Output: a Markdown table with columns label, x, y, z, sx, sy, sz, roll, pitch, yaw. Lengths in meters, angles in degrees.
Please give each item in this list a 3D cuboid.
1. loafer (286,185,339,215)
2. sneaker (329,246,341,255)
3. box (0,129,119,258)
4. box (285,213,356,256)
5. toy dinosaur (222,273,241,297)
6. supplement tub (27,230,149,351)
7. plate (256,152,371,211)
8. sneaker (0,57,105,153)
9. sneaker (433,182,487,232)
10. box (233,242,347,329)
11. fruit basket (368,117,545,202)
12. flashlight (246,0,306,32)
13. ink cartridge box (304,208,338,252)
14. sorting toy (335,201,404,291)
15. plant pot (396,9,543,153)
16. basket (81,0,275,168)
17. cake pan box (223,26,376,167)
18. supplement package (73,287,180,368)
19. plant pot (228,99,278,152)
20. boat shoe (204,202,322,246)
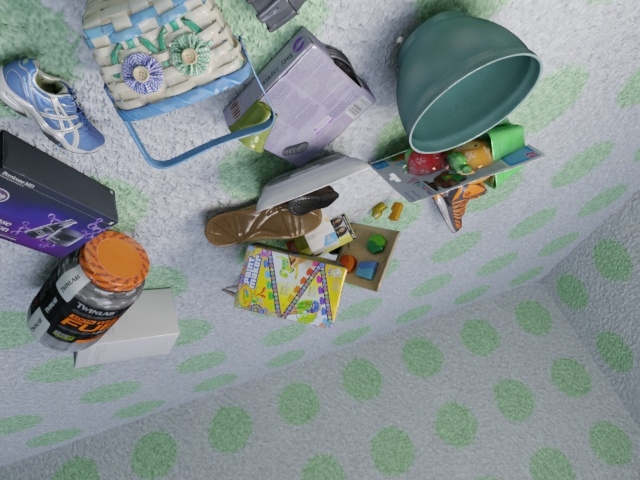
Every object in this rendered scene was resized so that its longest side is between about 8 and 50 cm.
| label | x | y | z | sx | sy | sz | roll | pitch | yaw |
| --- | --- | --- | --- | --- | --- | --- | --- | --- | --- |
| loafer | -0.034 | -0.125 | 1.195 | 0.080 | 0.078 | 0.220 | -42 | 167 | 28 |
| sneaker | 0.119 | 0.037 | 1.626 | 0.228 | 0.086 | 0.132 | -12 | 152 | -21 |
| box | -0.592 | -0.080 | 0.897 | 0.184 | 0.103 | 0.261 | -31 | 151 | 10 |
| box | 0.000 | 0.000 | 1.475 | 0.232 | 0.087 | 0.058 | -26 | 150 | 8 |
| toy dinosaur | -0.207 | 0.191 | 1.624 | 0.295 | 0.127 | 0.200 | -20 | 159 | 6 |
| supplement tub | -0.608 | 0.135 | 1.140 | 0.207 | 0.207 | 0.338 | 12 | 136 | -47 |
| plate | -0.033 | -0.160 | 1.078 | 0.277 | 0.045 | 0.278 | -21 | -165 | 0 |
| sneaker | -0.457 | -0.228 | 0.759 | 0.081 | 0.080 | 0.211 | -24 | 153 | 9 |
| sneaker | 0.518 | -0.140 | 1.564 | 0.180 | 0.125 | 0.321 | -29 | 151 | 14 |
| box | -0.088 | 0.122 | 1.293 | 0.279 | 0.177 | 0.290 | 14 | -179 | -3 |
| fruit basket | 0.335 | -0.225 | 1.141 | 0.352 | 0.327 | 0.166 | -15 | 118 | -5 |
| flashlight | 0.014 | -0.461 | 0.681 | 0.304 | 0.103 | 0.103 | -30 | 125 | 15 |
| ink cartridge box | -0.010 | -0.041 | 1.353 | 0.092 | 0.143 | 0.090 | -24 | 169 | 3 |
| sorting toy | 0.157 | 0.003 | 1.447 | 0.229 | 0.307 | 0.041 | 12 | 165 | 45 |
| plant pot | 0.283 | -0.355 | 0.930 | 0.292 | 0.196 | 0.293 | -21 | 161 | -8 |
| basket | -0.235 | -0.268 | 0.719 | 0.254 | 0.201 | 0.289 | -24 | 142 | 0 |
| cake pan box | -0.038 | -0.299 | 0.953 | 0.266 | 0.070 | 0.245 | -38 | 150 | 26 |
| supplement package | -0.635 | 0.281 | 1.403 | 0.292 | 0.178 | 0.175 | 0 | 144 | -34 |
| plant pot | -0.128 | -0.234 | 0.865 | 0.083 | 0.083 | 0.079 | 15 | 122 | -49 |
| boat shoe | -0.165 | -0.059 | 1.249 | 0.340 | 0.122 | 0.110 | -9 | -174 | -19 |
